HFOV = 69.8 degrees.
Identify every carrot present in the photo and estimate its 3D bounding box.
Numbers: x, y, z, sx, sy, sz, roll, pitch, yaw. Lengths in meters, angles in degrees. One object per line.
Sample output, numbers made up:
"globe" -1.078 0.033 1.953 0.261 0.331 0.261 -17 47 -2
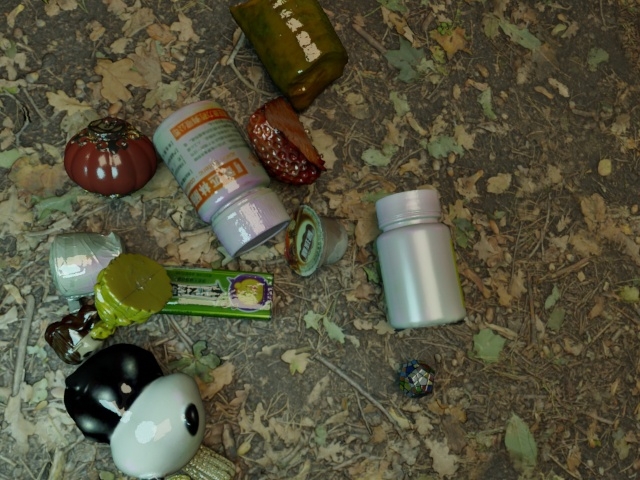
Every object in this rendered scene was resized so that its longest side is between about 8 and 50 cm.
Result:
"carrot" -0.077 -0.585 1.356 0.242 0.241 0.340 -32 91 -15

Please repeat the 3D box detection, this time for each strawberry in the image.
"strawberry" -0.110 -0.252 1.283 0.150 0.280 0.253 -30 104 21

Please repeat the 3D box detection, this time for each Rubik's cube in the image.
"Rubik's cube" 0.275 0.396 1.310 0.111 0.093 0.111 2 79 -12

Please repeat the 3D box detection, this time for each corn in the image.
"corn" -0.312 0.560 1.172 0.211 0.087 0.087 35 75 3

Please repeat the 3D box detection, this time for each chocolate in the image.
"chocolate" -0.002 0.000 1.310 0.147 0.221 0.221 0 78 -40

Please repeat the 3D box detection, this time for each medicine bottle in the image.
"medicine bottle" -0.263 -0.163 1.247 0.219 0.219 0.388 -32 88 -15
"medicine bottle" 0.276 0.060 1.312 0.214 0.213 0.377 -7 82 -12

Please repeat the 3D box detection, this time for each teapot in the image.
"teapot" -0.573 0.082 1.168 0.178 0.163 0.221 -8 82 -17

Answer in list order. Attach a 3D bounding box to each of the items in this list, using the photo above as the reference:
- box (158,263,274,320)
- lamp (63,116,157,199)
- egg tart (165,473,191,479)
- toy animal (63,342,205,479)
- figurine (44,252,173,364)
"box" -0.304 0.142 1.244 0.346 0.097 0.134 5 70 -10
"lamp" -0.548 -0.219 1.203 0.227 0.227 0.226 2 79 -11
"egg tart" -0.366 0.645 1.163 0.105 0.039 0.104 2 79 -11
"toy animal" -0.416 0.405 1.067 0.310 0.251 0.250 25 74 23
"figurine" -0.520 0.192 1.105 0.315 0.187 0.168 -42 125 20
